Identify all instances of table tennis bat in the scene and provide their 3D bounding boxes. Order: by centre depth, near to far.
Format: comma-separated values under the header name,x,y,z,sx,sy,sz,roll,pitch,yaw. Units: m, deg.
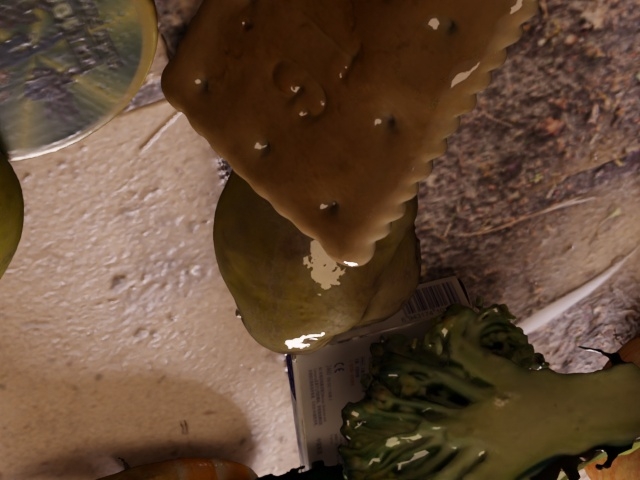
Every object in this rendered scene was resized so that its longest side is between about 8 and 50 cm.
name,x,y,z,sx,sy,sz,roll,pitch,yaw
table tennis bat,-0.266,-0.112,1.121,0.320,0.050,0.198,-22,140,-5

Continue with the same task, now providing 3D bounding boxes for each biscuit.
name,x,y,z,sx,sy,sz,roll,pitch,yaw
biscuit,0.023,-0.155,1.076,0.044,0.217,0.325,-23,154,-51

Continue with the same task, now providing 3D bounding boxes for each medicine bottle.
name,x,y,z,sx,sy,sz,roll,pitch,yaw
medicine bottle,0.057,0.135,1.452,0.171,0.052,0.201,-14,133,-8

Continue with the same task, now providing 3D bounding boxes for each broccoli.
name,x,y,z,sx,sy,sz,roll,pitch,yaw
broccoli,0.154,0.185,1.363,0.272,0.243,0.180,-14,153,-2

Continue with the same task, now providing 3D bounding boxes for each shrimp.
name,x,y,z,sx,sy,sz,roll,pitch,yaw
shrimp,-0.167,0.245,1.464,0.248,0.068,0.150,8,132,-32

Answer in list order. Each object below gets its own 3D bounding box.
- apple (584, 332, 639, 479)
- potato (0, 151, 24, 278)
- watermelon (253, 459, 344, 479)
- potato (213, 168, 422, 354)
name,x,y,z,sx,sy,sz,roll,pitch,yaw
apple,0.346,0.181,1.493,0.211,0.211,0.188,31,94,-38
potato,-0.255,0.012,1.183,0.120,0.081,0.149,-25,146,11
watermelon,0.052,0.272,1.477,0.301,0.123,0.129,20,147,-35
potato,-0.002,-0.003,1.255,0.154,0.137,0.200,-37,142,-31
